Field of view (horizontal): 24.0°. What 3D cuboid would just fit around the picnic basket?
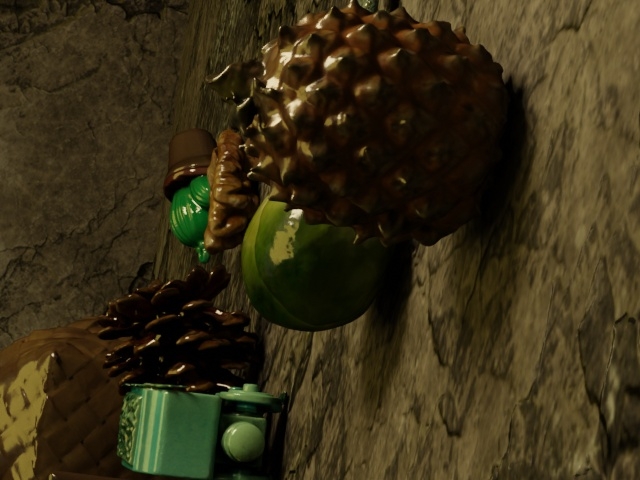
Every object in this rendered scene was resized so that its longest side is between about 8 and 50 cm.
[{"bbox_3d":[-0.312,0.244,1.956,0.337,0.337,0.293,161,116,-78],"label":"picnic basket"}]

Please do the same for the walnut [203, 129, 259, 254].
[{"bbox_3d":[-0.119,-0.063,2.013,0.143,0.069,0.170,110,166,-50],"label":"walnut"}]

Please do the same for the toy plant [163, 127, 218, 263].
[{"bbox_3d":[-0.177,-0.068,2.260,0.143,0.105,0.200,-43,55,54],"label":"toy plant"}]

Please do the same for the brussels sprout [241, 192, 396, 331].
[{"bbox_3d":[0.002,0.003,1.200,0.155,0.117,0.155,-52,4,6],"label":"brussels sprout"}]

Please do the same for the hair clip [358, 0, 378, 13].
[{"bbox_3d":[0.045,-0.181,1.342,0.066,0.036,0.229,145,133,-66],"label":"hair clip"}]

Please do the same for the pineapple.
[{"bbox_3d":[0.019,-0.079,0.974,0.166,0.193,0.166,-164,90,-82],"label":"pineapple"}]

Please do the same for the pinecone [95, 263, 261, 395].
[{"bbox_3d":[-0.155,0.143,1.763,0.185,0.212,0.168,-31,-1,26],"label":"pinecone"}]

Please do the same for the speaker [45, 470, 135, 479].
[{"bbox_3d":[-0.195,0.355,1.624,0.153,0.231,0.192,122,155,-64],"label":"speaker"}]

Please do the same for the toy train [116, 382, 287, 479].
[{"bbox_3d":[-0.129,0.204,1.586,0.203,0.163,0.112,150,126,-74],"label":"toy train"}]
